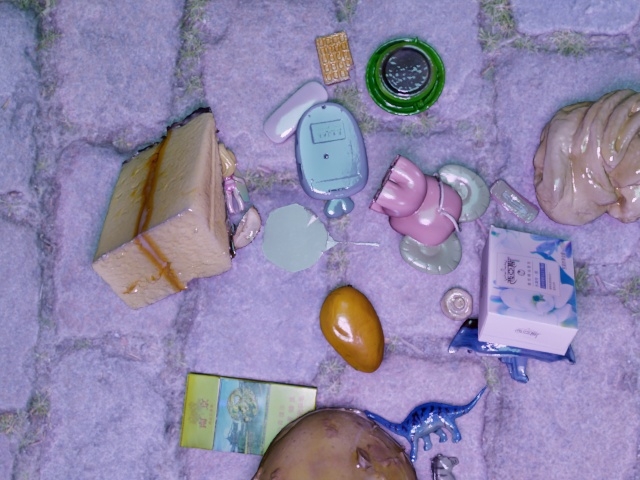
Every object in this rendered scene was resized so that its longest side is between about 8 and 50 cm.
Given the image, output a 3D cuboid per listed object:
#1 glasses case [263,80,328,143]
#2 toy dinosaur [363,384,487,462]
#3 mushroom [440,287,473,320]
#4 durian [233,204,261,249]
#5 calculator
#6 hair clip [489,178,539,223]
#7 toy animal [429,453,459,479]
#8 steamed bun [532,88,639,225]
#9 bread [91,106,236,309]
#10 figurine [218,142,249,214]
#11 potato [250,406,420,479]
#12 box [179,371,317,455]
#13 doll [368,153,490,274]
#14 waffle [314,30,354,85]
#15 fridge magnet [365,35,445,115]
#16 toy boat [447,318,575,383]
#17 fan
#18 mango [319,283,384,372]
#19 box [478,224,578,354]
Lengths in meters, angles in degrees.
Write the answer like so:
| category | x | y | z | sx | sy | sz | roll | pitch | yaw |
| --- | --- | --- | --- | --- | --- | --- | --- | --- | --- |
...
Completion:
| category | x | y | z | sx | sy | sz | roll | pitch | yaw |
| --- | --- | --- | --- | --- | --- | --- | --- | --- | --- |
| glasses case | -0.064 | -0.336 | 1.781 | 0.197 | 0.049 | 0.076 | -43 | 86 | -1 |
| toy dinosaur | 0.270 | 0.463 | 1.683 | 0.329 | 0.076 | 0.144 | -15 | 84 | 13 |
| mushroom | 0.344 | 0.160 | 1.705 | 0.083 | 0.067 | 0.084 | -1 | 79 | 7 |
| durian | -0.188 | -0.029 | 1.757 | 0.052 | 0.066 | 0.130 | 24 | 97 | 7 |
| calculator | 0.030 | -0.207 | 1.751 | 0.185 | 0.041 | 0.299 | -9 | 92 | -6 |
| hair clip | 0.497 | -0.099 | 1.739 | 0.137 | 0.022 | 0.054 | 40 | 89 | 6 |
| toy animal | 0.296 | 0.650 | 1.667 | 0.176 | 0.073 | 0.217 | 41 | 93 | 12 |
| steamed bun | 0.703 | -0.201 | 1.637 | 0.372 | 0.230 | 0.325 | -2 | 88 | 1 |
| bread | -0.385 | -0.080 | 1.755 | 0.345 | 0.242 | 0.405 | -14 | 52 | 21 |
| figurine | -0.237 | -0.161 | 1.769 | 0.083 | 0.083 | 0.187 | -12 | 92 | 3 |
| potato | 0.041 | 0.636 | 1.533 | 0.385 | 0.319 | 0.442 | -35 | 93 | 9 |
| box | -0.182 | 0.447 | 1.725 | 0.335 | 0.047 | 0.187 | 6 | 86 | 5 |
| doll | 0.263 | -0.075 | 1.659 | 0.268 | 0.216 | 0.284 | 27 | 85 | -1 |
| waffle | 0.040 | -0.483 | 1.802 | 0.092 | 0.021 | 0.135 | -15 | 84 | 2 |
| fridge magnet | 0.219 | -0.425 | 1.751 | 0.208 | 0.088 | 0.208 | 0 | 85 | 4 |
| toy boat | 0.467 | 0.273 | 1.657 | 0.309 | 0.129 | 0.142 | 6 | 91 | 4 |
| fan | 0.000 | 0.000 | 1.768 | 0.310 | 0.010 | 0.182 | 6 | 86 | 7 |
| mango | 0.081 | 0.227 | 1.697 | 0.147 | 0.109 | 0.227 | -20 | 83 | -22 |
| box | 0.489 | 0.115 | 1.611 | 0.203 | 0.116 | 0.274 | 10 | 49 | 5 |
